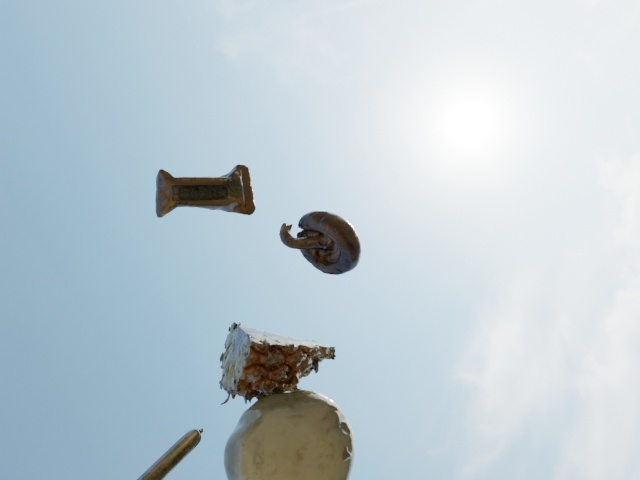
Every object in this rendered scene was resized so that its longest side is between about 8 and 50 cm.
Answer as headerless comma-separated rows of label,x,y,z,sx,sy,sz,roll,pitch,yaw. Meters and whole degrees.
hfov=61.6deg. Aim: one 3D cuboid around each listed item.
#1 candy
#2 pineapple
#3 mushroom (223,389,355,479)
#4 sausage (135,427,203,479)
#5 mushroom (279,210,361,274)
candy,-0.308,-0.136,1.453,0.271,0.101,0.144,-3,-86,-23
pineapple,-0.106,0.352,1.407,0.285,0.344,0.209,17,-96,-17
mushroom,-0.075,0.526,1.334,0.313,0.336,0.315,1,-109,-2
sausage,-0.291,0.407,0.902,0.269,0.032,0.033,-38,-81,-49
mushroom,0.000,-0.001,1.028,0.170,0.135,0.080,18,-141,13
